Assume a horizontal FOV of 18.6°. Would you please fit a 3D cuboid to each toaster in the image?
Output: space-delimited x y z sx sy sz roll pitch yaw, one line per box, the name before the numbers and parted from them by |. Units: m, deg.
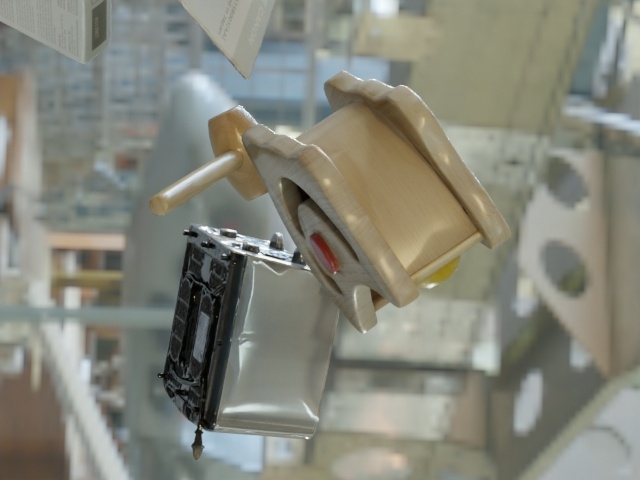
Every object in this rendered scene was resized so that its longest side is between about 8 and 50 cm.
toaster | -0.066 0.086 1.705 0.168 0.110 0.185 -153 -107 -71

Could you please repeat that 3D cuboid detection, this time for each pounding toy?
pounding toy | 0.000 0.000 1.196 0.154 0.155 0.269 59 -10 -16

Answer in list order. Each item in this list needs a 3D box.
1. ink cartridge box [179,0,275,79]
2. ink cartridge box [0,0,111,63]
ink cartridge box | -0.086 -0.277 1.230 0.239 0.060 0.275 49 50 -50
ink cartridge box | -0.324 -0.310 2.037 0.066 0.232 0.189 -44 154 -35
